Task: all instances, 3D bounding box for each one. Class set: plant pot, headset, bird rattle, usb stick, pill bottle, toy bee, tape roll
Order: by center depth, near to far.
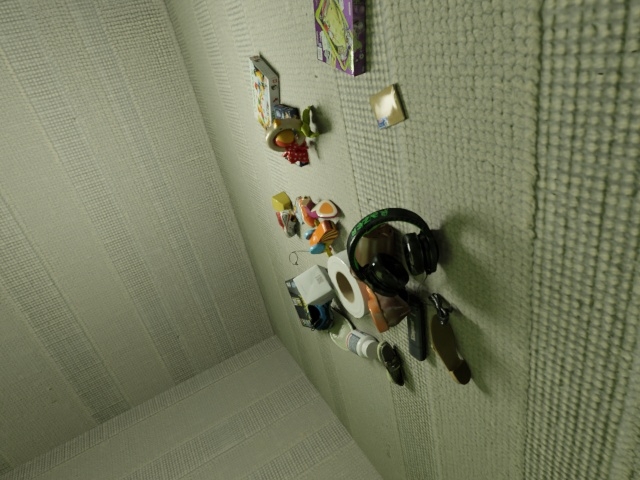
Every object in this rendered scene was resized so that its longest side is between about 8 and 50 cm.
[{"bbox_3d":[0.245,0.085,1.176,0.394,0.243,0.185,45,-159,-30],"label":"headset"},{"bbox_3d":[0.180,0.035,1.389,0.167,0.166,0.165,41,142,49],"label":"plant pot"},{"bbox_3d":[0.338,0.313,1.450,0.077,0.045,0.278,40,147,52],"label":"usb stick"},{"bbox_3d":[-0.117,-0.403,1.583,0.253,0.206,0.143,-38,59,55],"label":"bird rattle"},{"bbox_3d":[0.142,0.177,1.716,0.286,0.100,0.286,50,154,36],"label":"tape roll"},{"bbox_3d":[0.000,0.000,1.850,0.298,0.162,0.195,-16,78,51],"label":"toy bee"},{"bbox_3d":[0.201,0.484,1.895,0.180,0.107,0.108,4,116,68],"label":"pill bottle"},{"bbox_3d":[-0.203,-0.199,2.198,0.083,0.081,0.081,38,147,37],"label":"plant pot"}]

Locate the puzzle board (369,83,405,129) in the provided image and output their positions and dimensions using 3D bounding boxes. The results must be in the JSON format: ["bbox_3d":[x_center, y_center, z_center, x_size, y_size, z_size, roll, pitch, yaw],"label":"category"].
[{"bbox_3d":[0.184,-0.366,1.134,0.128,0.011,0.096,4,117,68],"label":"puzzle board"}]

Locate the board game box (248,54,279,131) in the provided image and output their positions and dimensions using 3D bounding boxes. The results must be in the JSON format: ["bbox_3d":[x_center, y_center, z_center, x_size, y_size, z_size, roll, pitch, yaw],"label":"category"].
[{"bbox_3d":[-0.248,-0.642,1.852,0.193,0.053,0.305,54,157,31],"label":"board game box"}]

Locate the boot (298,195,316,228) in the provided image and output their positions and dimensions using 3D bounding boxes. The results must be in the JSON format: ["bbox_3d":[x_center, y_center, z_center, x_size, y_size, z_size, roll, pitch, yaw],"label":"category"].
[{"bbox_3d":[-0.055,-0.135,1.931,0.158,0.059,0.084,65,155,6],"label":"boot"}]

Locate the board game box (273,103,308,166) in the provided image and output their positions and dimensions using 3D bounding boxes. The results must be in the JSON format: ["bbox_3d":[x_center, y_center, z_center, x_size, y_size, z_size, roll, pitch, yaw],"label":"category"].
[{"bbox_3d":[-0.127,-0.454,1.773,0.165,0.042,0.243,38,146,53],"label":"board game box"}]

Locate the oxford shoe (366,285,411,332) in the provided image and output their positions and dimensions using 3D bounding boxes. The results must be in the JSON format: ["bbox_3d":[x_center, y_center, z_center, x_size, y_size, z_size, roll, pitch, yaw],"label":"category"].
[{"bbox_3d":[0.239,0.202,1.414,0.364,0.132,0.130,-78,-37,-75],"label":"oxford shoe"}]

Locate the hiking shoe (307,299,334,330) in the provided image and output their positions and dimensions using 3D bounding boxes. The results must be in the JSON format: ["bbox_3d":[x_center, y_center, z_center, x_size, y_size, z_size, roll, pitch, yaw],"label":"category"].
[{"bbox_3d":[-0.007,0.301,2.083,0.113,0.132,0.304,-22,68,35],"label":"hiking shoe"}]

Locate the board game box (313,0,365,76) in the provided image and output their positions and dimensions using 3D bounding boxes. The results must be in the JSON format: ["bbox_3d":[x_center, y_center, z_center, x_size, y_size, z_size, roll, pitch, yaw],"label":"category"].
[{"bbox_3d":[0.046,-0.651,1.116,0.208,0.056,0.347,52,156,44],"label":"board game box"}]

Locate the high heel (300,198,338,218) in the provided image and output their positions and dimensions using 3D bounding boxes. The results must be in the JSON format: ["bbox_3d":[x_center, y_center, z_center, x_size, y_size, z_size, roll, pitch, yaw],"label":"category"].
[{"bbox_3d":[0.017,-0.116,1.778,0.244,0.082,0.117,14,159,49],"label":"high heel"}]

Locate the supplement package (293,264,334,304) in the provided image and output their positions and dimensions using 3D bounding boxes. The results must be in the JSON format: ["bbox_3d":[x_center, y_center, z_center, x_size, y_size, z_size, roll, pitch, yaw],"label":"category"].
[{"bbox_3d":[-0.004,0.213,1.929,0.139,0.133,0.244,60,-170,16],"label":"supplement package"}]

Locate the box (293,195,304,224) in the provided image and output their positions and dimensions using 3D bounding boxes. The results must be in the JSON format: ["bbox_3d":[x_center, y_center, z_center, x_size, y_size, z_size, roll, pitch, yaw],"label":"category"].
[{"bbox_3d":[-0.098,-0.149,2.059,0.094,0.027,0.137,59,159,16],"label":"box"}]

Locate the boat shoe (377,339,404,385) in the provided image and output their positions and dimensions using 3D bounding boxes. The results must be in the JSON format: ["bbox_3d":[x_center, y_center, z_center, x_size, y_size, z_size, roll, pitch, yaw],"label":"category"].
[{"bbox_3d":[0.305,0.518,1.725,0.073,0.080,0.224,18,134,57],"label":"boat shoe"}]

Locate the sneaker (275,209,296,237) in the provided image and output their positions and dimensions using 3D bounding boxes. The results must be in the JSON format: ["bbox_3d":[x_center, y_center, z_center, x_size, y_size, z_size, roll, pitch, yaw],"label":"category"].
[{"bbox_3d":[-0.165,-0.089,2.217,0.225,0.092,0.088,67,-177,-62],"label":"sneaker"}]

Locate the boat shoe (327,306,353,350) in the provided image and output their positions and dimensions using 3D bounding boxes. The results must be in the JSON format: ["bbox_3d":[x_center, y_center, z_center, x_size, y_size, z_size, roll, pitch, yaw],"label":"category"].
[{"bbox_3d":[0.091,0.450,2.140,0.340,0.127,0.113,37,177,41],"label":"boat shoe"}]

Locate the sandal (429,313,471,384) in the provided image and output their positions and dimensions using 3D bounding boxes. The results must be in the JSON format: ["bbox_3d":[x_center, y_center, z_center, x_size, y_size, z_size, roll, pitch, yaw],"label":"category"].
[{"bbox_3d":[0.386,0.347,1.305,0.240,0.088,0.079,62,154,-3],"label":"sandal"}]

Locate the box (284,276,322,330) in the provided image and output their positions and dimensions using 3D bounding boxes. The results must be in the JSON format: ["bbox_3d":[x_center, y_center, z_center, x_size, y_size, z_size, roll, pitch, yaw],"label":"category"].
[{"bbox_3d":[-0.076,0.373,2.488,0.318,0.097,0.395,70,160,-1],"label":"box"}]
